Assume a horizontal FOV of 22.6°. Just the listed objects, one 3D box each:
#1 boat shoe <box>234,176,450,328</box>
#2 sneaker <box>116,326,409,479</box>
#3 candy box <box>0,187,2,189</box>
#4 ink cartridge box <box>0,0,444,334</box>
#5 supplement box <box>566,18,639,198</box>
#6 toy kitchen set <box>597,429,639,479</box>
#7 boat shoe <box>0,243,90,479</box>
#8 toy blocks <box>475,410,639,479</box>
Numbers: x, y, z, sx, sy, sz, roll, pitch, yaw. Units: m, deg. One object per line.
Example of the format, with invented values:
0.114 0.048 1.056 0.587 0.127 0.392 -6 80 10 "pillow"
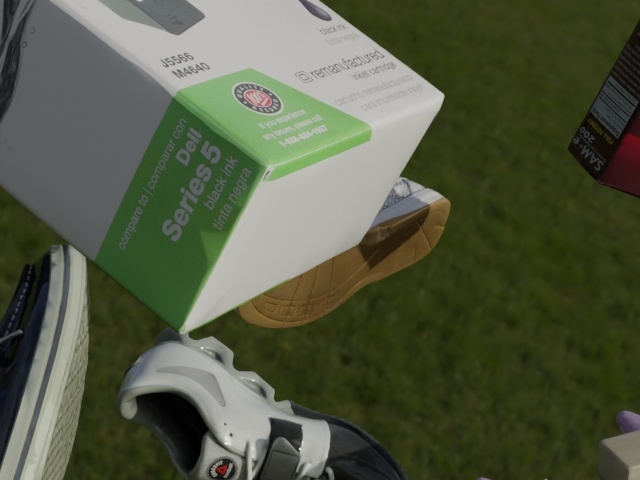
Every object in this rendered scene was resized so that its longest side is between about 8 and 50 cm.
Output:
0.000 0.000 1.466 0.096 0.098 0.277 38 36 27 "boat shoe"
-0.065 0.225 1.640 0.330 0.122 0.146 29 31 9 "sneaker"
-0.315 -0.083 1.564 0.186 0.053 0.109 1 -10 6 "candy box"
-0.101 -0.096 0.876 0.273 0.115 0.198 38 30 15 "ink cartridge box"
0.318 -0.142 1.295 0.130 0.239 0.073 18 22 -23 "supplement box"
0.353 0.288 1.458 0.122 0.166 0.207 -11 28 -20 "toy kitchen set"
-0.300 0.194 1.345 0.156 0.187 0.500 13 51 1 "boat shoe"
0.264 0.348 1.747 0.260 0.288 0.309 42 51 6 "toy blocks"
